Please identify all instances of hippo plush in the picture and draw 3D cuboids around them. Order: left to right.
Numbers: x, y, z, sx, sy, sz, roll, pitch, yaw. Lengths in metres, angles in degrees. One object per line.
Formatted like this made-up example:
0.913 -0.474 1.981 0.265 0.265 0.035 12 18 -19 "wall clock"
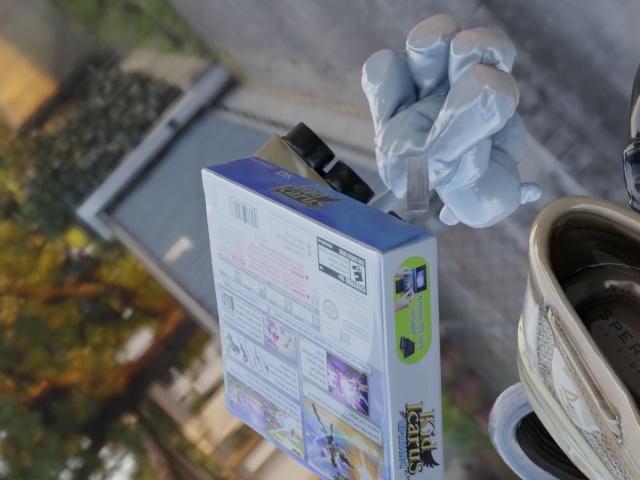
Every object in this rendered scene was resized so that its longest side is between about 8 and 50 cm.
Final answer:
0.196 -0.120 1.829 0.234 0.294 0.236 -19 144 38 "hippo plush"

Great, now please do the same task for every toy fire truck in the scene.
0.000 0.000 1.675 0.217 0.158 0.246 44 180 7 "toy fire truck"

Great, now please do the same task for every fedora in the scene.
0.307 0.178 1.525 0.243 0.124 0.275 -17 135 36 "fedora"

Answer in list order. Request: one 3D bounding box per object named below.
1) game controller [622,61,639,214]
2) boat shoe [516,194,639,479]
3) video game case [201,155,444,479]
0.331 -0.109 0.890 0.319 0.166 0.067 -18 127 37 "game controller"
0.198 0.113 0.596 0.341 0.121 0.110 44 164 33 "boat shoe"
0.000 0.078 1.232 0.269 0.061 0.244 27 126 51 "video game case"
